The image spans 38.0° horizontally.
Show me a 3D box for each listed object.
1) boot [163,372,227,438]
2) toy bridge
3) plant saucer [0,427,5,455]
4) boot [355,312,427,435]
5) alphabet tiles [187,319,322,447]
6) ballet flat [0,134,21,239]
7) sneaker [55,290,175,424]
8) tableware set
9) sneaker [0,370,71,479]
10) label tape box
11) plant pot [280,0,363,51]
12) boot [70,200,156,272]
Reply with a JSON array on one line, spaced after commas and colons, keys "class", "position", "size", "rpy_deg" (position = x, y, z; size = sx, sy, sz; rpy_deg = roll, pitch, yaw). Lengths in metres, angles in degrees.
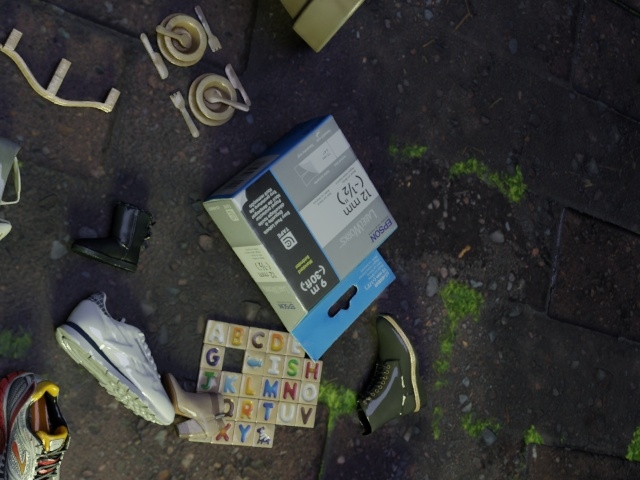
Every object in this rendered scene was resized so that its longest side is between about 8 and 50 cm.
[{"class": "boot", "position": [-0.198, 0.259, 1.486], "size": [0.087, 0.042, 0.118], "rpy_deg": [-14, 93, -31]}, {"class": "toy bridge", "position": [-0.395, -0.241, 1.386], "size": [0.188, 0.026, 0.063], "rpy_deg": [30, 74, -29]}, {"class": "plant saucer", "position": [-0.481, 0.290, 1.317], "size": [0.083, 0.013, 0.083], "rpy_deg": [2, 86, -33]}, {"class": "boot", "position": [0.108, 0.244, 1.678], "size": [0.137, 0.077, 0.198], "rpy_deg": [-25, 101, -26]}, {"class": "alphabet tiles", "position": [-0.102, 0.248, 1.573], "size": [0.237, 0.009, 0.198], "rpy_deg": [13, 81, -32]}, {"class": "ballet flat", "position": [-0.462, -0.044, 1.309], "size": [0.068, 0.072, 0.213], "rpy_deg": [14, 80, -37]}, {"class": "sneaker", "position": [-0.290, 0.185, 1.410], "size": [0.235, 0.090, 0.095], "rpy_deg": [53, 53, -22]}, {"class": "tableware set", "position": [-0.195, -0.279, 1.512], "size": [0.128, 0.039, 0.194], "rpy_deg": [-36, 108, -29]}, {"class": "sneaker", "position": [-0.402, 0.299, 1.309], "size": [0.088, 0.093, 0.225], "rpy_deg": [-12, 97, -55]}, {"class": "label tape box", "position": [0.000, 0.000, 1.587], "size": [0.249, 0.115, 0.347], "rpy_deg": [-43, 109, -29]}, {"class": "plant pot", "position": [-0.001, -0.520, 1.520], "size": [0.280, 0.323, 0.323], "rpy_deg": [40, 67, -7]}, {"class": "boot", "position": [-0.314, -0.012, 1.420], "size": [0.121, 0.045, 0.099], "rpy_deg": [23, 78, -38]}]
